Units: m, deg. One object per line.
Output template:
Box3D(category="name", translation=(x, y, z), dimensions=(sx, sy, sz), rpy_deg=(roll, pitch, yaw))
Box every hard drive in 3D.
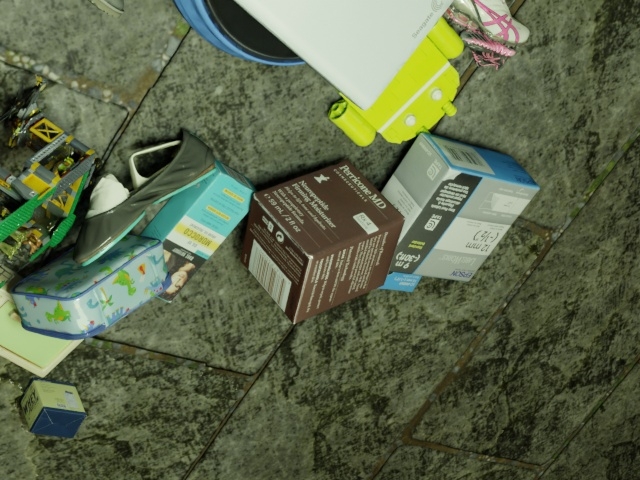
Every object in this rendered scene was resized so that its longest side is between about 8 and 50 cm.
Box3D(category="hard drive", translation=(0.026, -0.361, 1.558), dimensions=(0.233, 0.047, 0.353), rpy_deg=(-52, 135, 4))

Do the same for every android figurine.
Box3D(category="android figurine", translation=(0.129, -0.263, 1.866), dimensions=(0.248, 0.056, 0.273), rpy_deg=(-43, 133, 7))

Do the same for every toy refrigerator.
Box3D(category="toy refrigerator", translation=(-0.505, 0.108, 1.761), dimensions=(0.102, 0.094, 0.269), rpy_deg=(-42, 134, 6))

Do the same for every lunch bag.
Box3D(category="lunch bag", translation=(-0.351, 0.067, 1.724), dimensions=(0.219, 0.176, 0.090), rpy_deg=(-39, 124, -46))

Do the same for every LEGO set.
Box3D(category="LEGO set", translation=(-0.476, -0.062, 1.558), dimensions=(0.331, 0.192, 0.255), rpy_deg=(-52, 175, -43))

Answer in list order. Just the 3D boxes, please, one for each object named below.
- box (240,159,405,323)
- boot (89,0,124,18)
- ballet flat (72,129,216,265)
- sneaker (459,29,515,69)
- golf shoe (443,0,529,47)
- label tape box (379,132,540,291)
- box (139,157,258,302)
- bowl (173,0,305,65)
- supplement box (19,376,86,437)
Box3D(category="box", translation=(0.000, 0.000, 1.878), dimensions=(0.203, 0.168, 0.167), rpy_deg=(-23, 144, -32))
Box3D(category="boot", translation=(-0.269, -0.424, 1.498), dimensions=(0.208, 0.076, 0.189), rpy_deg=(-47, 134, 1))
Box3D(category="ballet flat", translation=(-0.286, -0.076, 1.720), dimensions=(0.280, 0.095, 0.096), rpy_deg=(-40, 106, -27))
Box3D(category="sneaker", translation=(0.277, -0.321, 1.918), dimensions=(0.119, 0.047, 0.057), rpy_deg=(11, 130, -35))
Box3D(category="golf shoe", translation=(0.286, -0.376, 1.857), dimensions=(0.186, 0.067, 0.086), rpy_deg=(14, 115, -37))
Box3D(category="label tape box", translation=(0.199, -0.011, 2.041), dimensions=(0.249, 0.115, 0.348), rpy_deg=(8, 124, -42))
Box3D(category="box", translation=(-0.217, -0.017, 1.853), dimensions=(0.244, 0.060, 0.100), rpy_deg=(-49, 133, 12))
Box3D(category="bowl", translation=(-0.030, -0.425, 1.560), dimensions=(0.391, 0.077, 0.391), rpy_deg=(-20, 129, -26))
Box3D(category="supplement box", translation=(-0.461, 0.288, 1.937), dimensions=(0.083, 0.083, 0.056), rpy_deg=(17, 115, -39))
